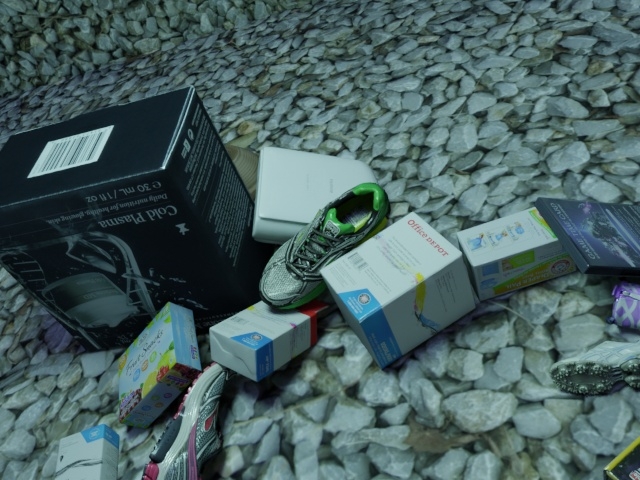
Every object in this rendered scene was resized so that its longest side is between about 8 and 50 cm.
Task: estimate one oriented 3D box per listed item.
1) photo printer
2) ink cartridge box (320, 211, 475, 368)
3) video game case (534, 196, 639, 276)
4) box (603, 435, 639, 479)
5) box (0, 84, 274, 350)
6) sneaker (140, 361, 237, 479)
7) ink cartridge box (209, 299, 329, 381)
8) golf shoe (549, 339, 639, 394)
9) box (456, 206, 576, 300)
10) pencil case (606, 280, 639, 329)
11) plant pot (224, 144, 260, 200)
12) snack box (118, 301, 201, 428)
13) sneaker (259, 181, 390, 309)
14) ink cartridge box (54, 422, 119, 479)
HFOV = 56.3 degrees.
[{"bbox_3d":[0.000,-0.094,1.421,0.308,0.107,0.256,8,50,-9],"label":"photo printer"},{"bbox_3d":[0.156,0.096,1.187,0.233,0.168,0.171,-32,41,-6],"label":"ink cartridge box"},{"bbox_3d":[0.559,-0.006,1.111,0.274,0.026,0.196,2,40,-15],"label":"video game case"},{"bbox_3d":[0.600,0.354,0.793,0.257,0.079,0.322,-34,43,-12],"label":"box"},{"bbox_3d":[-0.416,-0.026,1.352,0.480,0.471,0.297,-11,44,15],"label":"box"},{"bbox_3d":[-0.231,0.363,1.160,0.112,0.120,0.299,26,43,0],"label":"sneaker"},{"bbox_3d":[-0.100,0.188,1.243,0.134,0.077,0.231,16,27,36],"label":"ink cartridge box"},{"bbox_3d":[0.479,0.209,1.018,0.176,0.069,0.086,-8,25,14],"label":"golf shoe"},{"bbox_3d":[0.391,0.022,1.194,0.203,0.114,0.103,-19,42,5],"label":"box"},{"bbox_3d":[0.605,0.118,1.018,0.206,0.088,0.086,7,53,29],"label":"pencil case"},{"bbox_3d":[-0.270,-0.197,1.728,0.238,0.109,0.237,-14,43,13],"label":"plant pot"},{"bbox_3d":[-0.345,0.263,1.267,0.207,0.070,0.174,-45,39,20],"label":"snack box"},{"bbox_3d":[0.000,0.000,1.230,0.134,0.146,0.343,43,86,14],"label":"sneaker"},{"bbox_3d":[-0.464,0.468,1.184,0.104,0.060,0.180,-21,42,4],"label":"ink cartridge box"}]
